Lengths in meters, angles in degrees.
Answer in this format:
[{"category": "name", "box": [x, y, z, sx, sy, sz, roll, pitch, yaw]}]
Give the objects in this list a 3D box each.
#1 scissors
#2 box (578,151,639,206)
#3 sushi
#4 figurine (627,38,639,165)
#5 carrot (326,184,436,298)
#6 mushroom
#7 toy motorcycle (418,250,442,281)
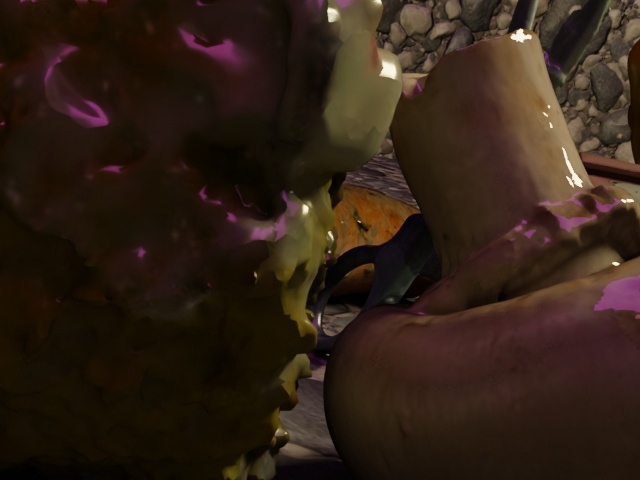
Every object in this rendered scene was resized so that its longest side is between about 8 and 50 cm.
[{"category": "scissors", "box": [0.124, -0.056, 1.058, 0.029, 0.383, 0.256, 25, -3, -36]}, {"category": "box", "box": [0.270, 0.062, 0.985, 0.215, 0.215, 0.086, 13, 24, 5]}, {"category": "sushi", "box": [-0.091, -0.057, 0.722, 0.240, 0.396, 0.351, 13, -11, -1]}, {"category": "figurine", "box": [0.434, -0.005, 1.151, 0.268, 0.401, 0.387, -25, 60, -18]}, {"category": "carrot", "box": [0.000, 0.000, 1.337, 0.139, 0.138, 0.302, 20, 3, 42]}, {"category": "mushroom", "box": [0.133, 0.022, 0.769, 0.292, 0.290, 0.292, -15, -1, 0]}, {"category": "toy motorcycle", "box": [0.287, 0.057, 1.322, 0.358, 0.125, 0.212, 22, 12, 22]}]
